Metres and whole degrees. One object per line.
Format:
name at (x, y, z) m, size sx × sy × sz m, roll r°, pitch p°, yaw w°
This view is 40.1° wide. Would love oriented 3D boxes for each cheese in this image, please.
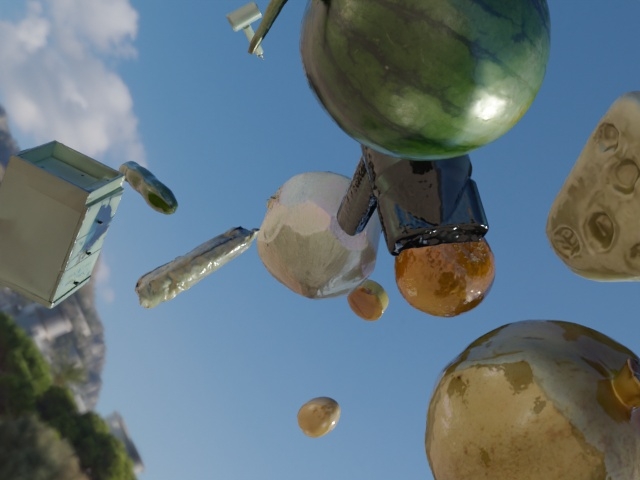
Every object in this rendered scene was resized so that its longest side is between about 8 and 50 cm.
cheese at (0.513, -0.008, 1.367) m, size 0.351 × 0.130 × 0.328 m, roll 57°, pitch -38°, yaw 27°

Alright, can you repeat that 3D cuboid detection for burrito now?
burrito at (-0.162, 0.031, 1.168) m, size 0.045 × 0.188 × 0.058 m, roll 64°, pitch -16°, yaw -21°

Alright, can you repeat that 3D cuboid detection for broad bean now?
broad bean at (-0.311, -0.101, 1.553) m, size 0.254 × 0.046 × 0.065 m, roll 35°, pitch -18°, yaw 53°

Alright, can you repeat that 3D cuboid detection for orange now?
orange at (0.207, 0.044, 1.476) m, size 0.155 × 0.178 × 0.177 m, roll -26°, pitch -93°, yaw 36°

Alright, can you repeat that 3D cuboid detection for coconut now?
coconut at (0.000, 0.000, 1.523) m, size 0.224 × 0.234 × 0.224 m, roll 13°, pitch -48°, yaw 15°

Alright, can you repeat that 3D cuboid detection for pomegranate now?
pomegranate at (0.290, 0.235, 1.080) m, size 0.319 × 0.319 × 0.319 m, roll 43°, pitch -34°, yaw 39°

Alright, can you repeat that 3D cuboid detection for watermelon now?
watermelon at (0.067, -0.157, 0.657) m, size 0.188 × 0.215 × 0.188 m, roll -50°, pitch -154°, yaw 36°

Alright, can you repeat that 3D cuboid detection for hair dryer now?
hair dryer at (0.082, -0.054, 1.042) m, size 0.302 × 0.116 × 0.244 m, roll 111°, pitch -27°, yaw -59°
hair dryer at (-0.132, -0.407, 1.731) m, size 0.124 × 0.063 × 0.038 m, roll 61°, pitch 1°, yaw -42°

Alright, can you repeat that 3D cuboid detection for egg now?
egg at (-0.001, 0.364, 1.824) m, size 0.080 × 0.096 × 0.080 m, roll 45°, pitch 14°, yaw -14°

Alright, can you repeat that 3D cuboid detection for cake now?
cake at (0.094, 0.119, 1.745) m, size 0.084 × 0.044 × 0.084 m, roll 23°, pitch -46°, yaw 26°

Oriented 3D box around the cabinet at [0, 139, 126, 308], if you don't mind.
cabinet at (-0.428, -0.029, 1.409) m, size 0.150 × 0.145 × 0.206 m, roll 27°, pitch -71°, yaw 2°
